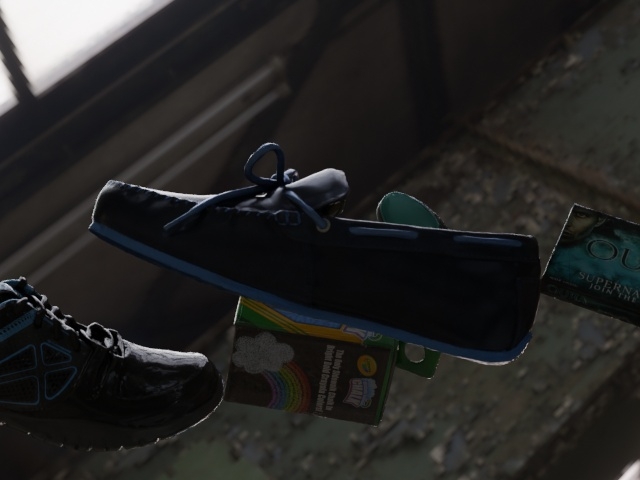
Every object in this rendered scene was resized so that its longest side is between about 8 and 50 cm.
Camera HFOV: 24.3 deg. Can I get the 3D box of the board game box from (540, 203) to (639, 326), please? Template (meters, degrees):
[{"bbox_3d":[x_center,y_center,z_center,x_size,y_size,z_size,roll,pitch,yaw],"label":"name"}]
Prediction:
[{"bbox_3d":[0.340,0.036,1.590,0.186,0.126,0.026,19,-41,13],"label":"board game box"}]

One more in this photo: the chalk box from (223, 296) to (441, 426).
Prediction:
[{"bbox_3d":[0.024,0.130,2.087,0.289,0.179,0.180,9,-44,-2],"label":"chalk box"}]

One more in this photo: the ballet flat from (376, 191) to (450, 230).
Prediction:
[{"bbox_3d":[0.134,0.016,1.740,0.188,0.070,0.070,46,-23,35],"label":"ballet flat"}]

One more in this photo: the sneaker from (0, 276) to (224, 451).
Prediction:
[{"bbox_3d":[-0.253,0.111,1.376,0.125,0.341,0.139,-135,-130,-68],"label":"sneaker"}]

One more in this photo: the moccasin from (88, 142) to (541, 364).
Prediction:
[{"bbox_3d":[0.000,0.000,1.137,0.342,0.116,0.138,16,-1,-5],"label":"moccasin"}]
